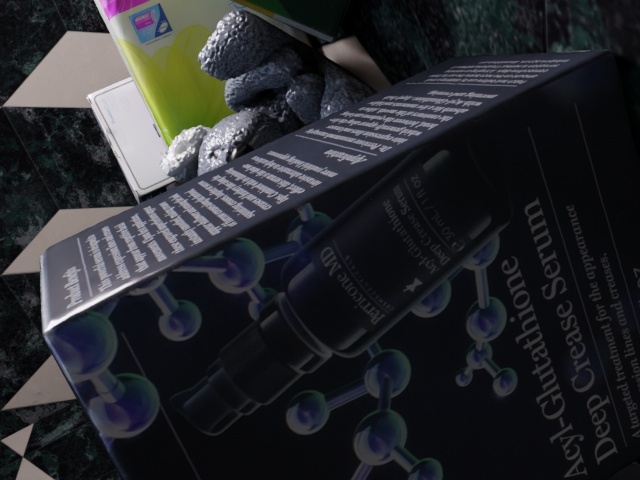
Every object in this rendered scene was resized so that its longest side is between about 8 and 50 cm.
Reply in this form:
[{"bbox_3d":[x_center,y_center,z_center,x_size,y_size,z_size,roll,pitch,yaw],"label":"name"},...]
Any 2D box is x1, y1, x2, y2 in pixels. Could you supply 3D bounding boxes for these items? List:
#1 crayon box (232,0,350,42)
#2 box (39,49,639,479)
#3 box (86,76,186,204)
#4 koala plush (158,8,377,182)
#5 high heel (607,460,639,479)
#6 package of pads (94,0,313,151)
[{"bbox_3d":[-0.142,-0.310,0.804,0.202,0.318,0.081,43,115,55],"label":"crayon box"},{"bbox_3d":[0.038,0.069,0.591,0.294,0.395,0.212,67,167,-18],"label":"box"},{"bbox_3d":[-0.161,-0.179,1.120,0.169,0.289,0.087,60,167,10],"label":"box"},{"bbox_3d":[-0.065,-0.124,0.906,0.196,0.221,0.203,30,-167,-7],"label":"koala plush"},{"bbox_3d":[0.270,0.241,0.767,0.186,0.093,0.261,-116,2,-62],"label":"high heel"},{"bbox_3d":[-0.135,-0.252,1.013,0.297,0.229,0.101,66,168,-7],"label":"package of pads"}]
